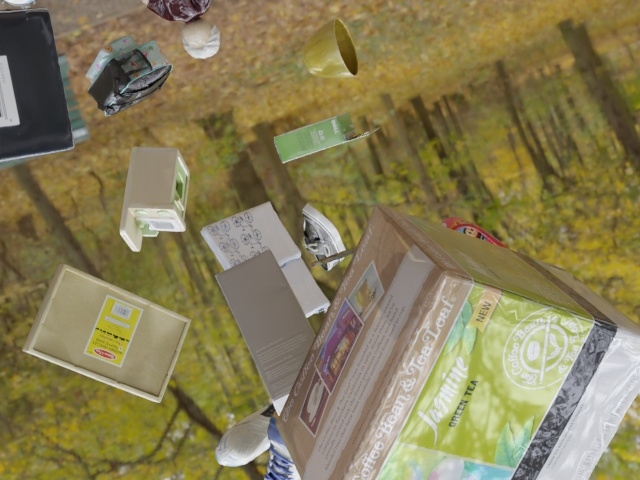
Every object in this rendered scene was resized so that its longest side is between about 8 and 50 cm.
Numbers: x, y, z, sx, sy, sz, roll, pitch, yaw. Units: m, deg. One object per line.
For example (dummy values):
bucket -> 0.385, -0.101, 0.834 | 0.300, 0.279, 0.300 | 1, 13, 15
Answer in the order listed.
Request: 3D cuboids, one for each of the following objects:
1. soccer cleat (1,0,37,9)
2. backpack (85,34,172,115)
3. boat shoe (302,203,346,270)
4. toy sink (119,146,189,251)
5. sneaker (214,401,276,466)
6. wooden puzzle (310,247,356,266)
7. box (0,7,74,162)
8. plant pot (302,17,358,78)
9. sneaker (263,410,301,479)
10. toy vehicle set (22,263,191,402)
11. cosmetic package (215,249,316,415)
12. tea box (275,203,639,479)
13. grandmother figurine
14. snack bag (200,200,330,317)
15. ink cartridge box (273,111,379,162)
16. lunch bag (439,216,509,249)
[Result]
soccer cleat -> -0.663, -0.674, 2.150 | 0.331, 0.116, 0.143 | -75, -176, -49
backpack -> -0.455, -0.403, 2.158 | 0.188, 0.144, 0.166 | -29, 172, -41
boat shoe -> 0.000, 0.000, 2.038 | 0.070, 0.077, 0.219 | -47, 144, -12
toy sink -> -0.413, -0.100, 2.289 | 0.131, 0.234, 0.153 | 2, 159, 6
sneaker -> -0.121, 0.390, 1.852 | 0.237, 0.085, 0.086 | -20, 172, -45
wooden puzzle -> 0.021, 0.023, 1.219 | 0.083, 0.006, 0.049 | -20, -178, -39
box -> -0.603, -0.206, 1.351 | 0.293, 0.212, 0.395 | -16, -169, -41
plant pot -> 0.015, -0.415, 2.004 | 0.095, 0.134, 0.134 | -16, -175, 20
sneaker -> -0.042, 0.391, 1.529 | 0.131, 0.112, 0.296 | -47, 149, -15
toy vehicle set -> -0.381, 0.170, 1.633 | 0.035, 0.266, 0.166 | -6, -121, 58
cosmetic package -> -0.062, 0.147, 1.351 | 0.107, 0.238, 0.127 | -28, 145, -7
tea box -> 0.168, 0.178, 1.098 | 0.323, 0.329, 0.220 | 17, -165, -23
grandmother figurine -> -0.322, -0.552, 1.981 | 0.207, 0.342, 0.104 | 3, -134, 34
snack bag -> -0.133, 0.076, 2.357 | 0.037, 0.343, 0.323 | -33, 175, 32
ink cartridge box -> 0.014, -0.236, 1.986 | 0.209, 0.062, 0.109 | -16, -172, 20
lunch bag -> 0.293, 0.126, 1.876 | 0.293, 0.258, 0.120 | -55, -164, 4
